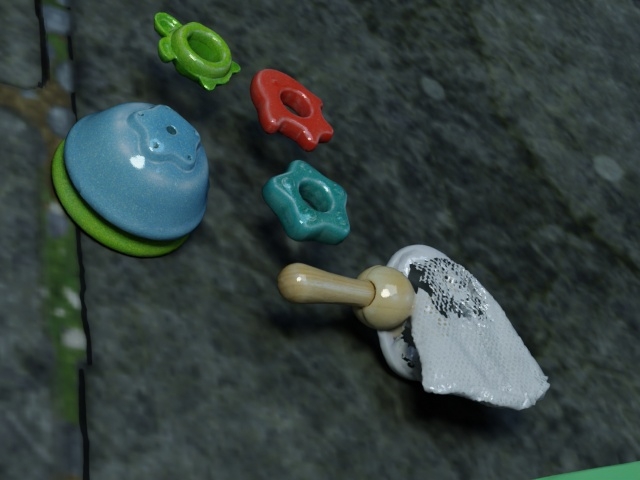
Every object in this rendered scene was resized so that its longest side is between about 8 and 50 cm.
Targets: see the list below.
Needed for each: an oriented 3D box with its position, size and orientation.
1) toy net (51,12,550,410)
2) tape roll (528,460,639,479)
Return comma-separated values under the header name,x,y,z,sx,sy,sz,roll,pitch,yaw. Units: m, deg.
name,x,y,z,sx,sy,sz,roll,pitch,yaw
toy net,0.000,0.000,0.729,0.232,0.045,0.122,36,37,-8
tape roll,0.070,0.168,0.404,0.321,0.321,0.077,17,45,-26
